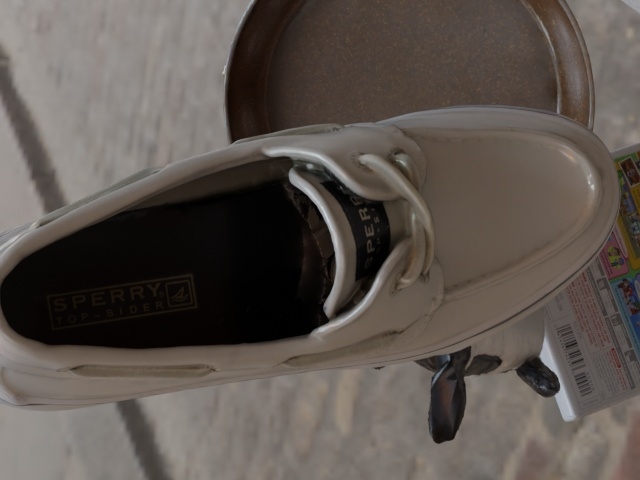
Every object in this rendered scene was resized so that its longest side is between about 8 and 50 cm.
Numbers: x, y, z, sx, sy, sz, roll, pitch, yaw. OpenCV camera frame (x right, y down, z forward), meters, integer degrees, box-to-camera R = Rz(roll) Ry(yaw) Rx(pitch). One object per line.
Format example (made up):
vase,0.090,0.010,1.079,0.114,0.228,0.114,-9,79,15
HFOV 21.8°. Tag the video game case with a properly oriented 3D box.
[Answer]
video game case,0.259,0.031,1.474,0.023,0.193,0.212,-32,77,63

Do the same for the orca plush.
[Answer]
orca plush,0.080,0.074,1.106,0.102,0.151,0.287,-36,11,17

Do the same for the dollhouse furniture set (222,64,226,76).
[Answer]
dollhouse furniture set,0.036,-0.153,1.565,0.212,0.242,0.161,18,74,34

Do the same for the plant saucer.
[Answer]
plant saucer,0.040,-0.063,0.757,0.029,0.168,0.168,-48,-30,-75

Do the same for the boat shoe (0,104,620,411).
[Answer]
boat shoe,0.000,0.000,0.601,0.088,0.267,0.096,154,107,-71

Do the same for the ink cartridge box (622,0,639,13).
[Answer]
ink cartridge box,0.294,-0.260,1.305,0.181,0.224,0.056,-51,-8,-16
